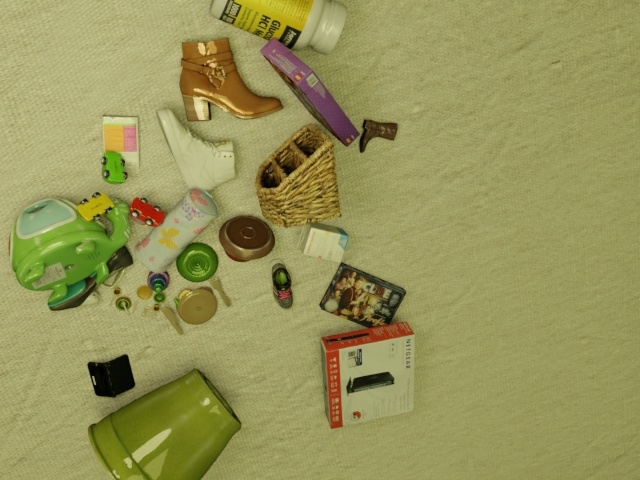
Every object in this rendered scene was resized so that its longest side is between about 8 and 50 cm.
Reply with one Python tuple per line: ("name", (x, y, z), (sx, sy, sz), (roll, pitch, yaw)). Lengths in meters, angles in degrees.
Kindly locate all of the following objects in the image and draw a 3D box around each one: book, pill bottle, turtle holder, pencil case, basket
("book", (-0.556, -0.275, 1.801), (0.096, 0.035, 0.144), (-1, 109, -15))
("pill bottle", (-0.108, -0.620, 1.707), (0.334, 0.188, 0.188), (18, 103, -18))
("turtle holder", (-0.684, -0.010, 1.743), (0.320, 0.243, 0.227), (-36, 68, 6))
("pencil case", (-0.407, -0.027, 1.835), (0.113, 0.124, 0.273), (45, 112, -6))
("basket", (-0.080, -0.187, 1.801), (0.213, 0.299, 0.223), (-11, 113, -8))

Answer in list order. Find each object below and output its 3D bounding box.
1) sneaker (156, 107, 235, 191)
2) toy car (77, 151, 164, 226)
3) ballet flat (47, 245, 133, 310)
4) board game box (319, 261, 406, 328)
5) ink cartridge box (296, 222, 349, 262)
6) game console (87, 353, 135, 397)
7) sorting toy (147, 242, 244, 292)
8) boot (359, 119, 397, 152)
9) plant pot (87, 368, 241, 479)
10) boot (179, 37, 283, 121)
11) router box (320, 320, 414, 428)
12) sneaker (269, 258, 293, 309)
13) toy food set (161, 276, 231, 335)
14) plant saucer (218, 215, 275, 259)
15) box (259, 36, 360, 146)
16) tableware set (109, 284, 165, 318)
("sneaker", (-0.335, -0.268, 1.802), (0.169, 0.108, 0.292), (-25, 134, -7))
("toy car", (-0.555, -0.136, 1.755), (0.239, 0.225, 0.053), (3, 151, -39))
("ballet flat", (-0.659, 0.128, 1.881), (0.280, 0.095, 0.096), (-40, 124, 2))
("board game box", (0.140, 0.191, 2.116), (0.243, 0.042, 0.165), (23, 101, -19))
("ink cartridge box", (0.000, 0.000, 1.994), (0.143, 0.090, 0.092), (14, 104, -16))
("game console", (-0.655, 0.422, 2.021), (0.107, 0.071, 0.122), (-1, 110, 18))
("sorting toy", (-0.340, 0.075, 1.919), (0.366, 0.126, 0.127), (-22, 112, -6))
("boot", (0.180, -0.311, 1.965), (0.114, 0.037, 0.106), (5, 109, -20))
("plant pot", (-0.447, 0.590, 1.972), (0.353, 0.366, 0.366), (-40, 113, -11))
("boot", (-0.247, -0.448, 1.790), (0.283, 0.109, 0.220), (-3, 105, -5))
("router box", (0.160, 0.451, 2.162), (0.301, 0.082, 0.335), (-10, 119, -10))
("sneaker", (-0.120, 0.147, 2.022), (0.063, 0.075, 0.170), (-13, 111, -9))
("toy food set", (-0.384, 0.199, 2.003), (0.192, 0.038, 0.132), (-30, 119, -8))
("plant saucer", (-0.215, -0.016, 1.901), (0.168, 0.168, 0.029), (2, 138, -14))
("box", (-0.025, -0.393, 1.735), (0.057, 0.201, 0.293), (-43, 142, 3))
("tableware set", (-0.554, 0.181, 1.958), (0.154, 0.024, 0.104), (20, 102, -18))
